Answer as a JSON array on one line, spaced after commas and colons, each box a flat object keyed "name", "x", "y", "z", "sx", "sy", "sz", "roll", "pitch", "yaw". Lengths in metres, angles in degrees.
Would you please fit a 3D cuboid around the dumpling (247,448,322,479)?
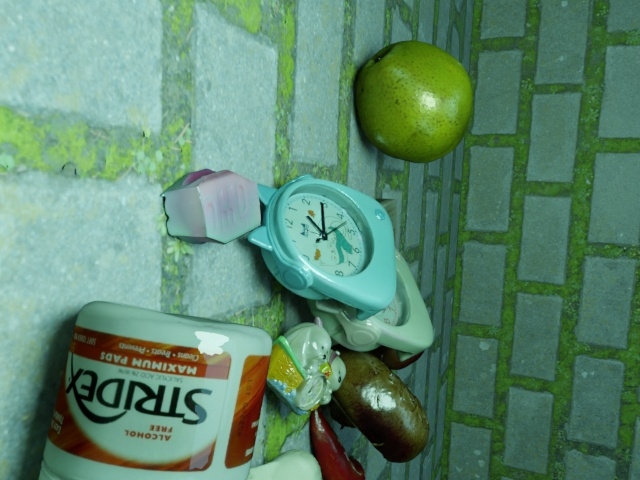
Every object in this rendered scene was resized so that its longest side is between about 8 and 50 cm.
[{"name": "dumpling", "x": -0.043, "y": 0.466, "z": 0.910, "sx": 0.216, "sy": 0.126, "sz": 0.166, "roll": 85, "pitch": -21, "yaw": -54}]

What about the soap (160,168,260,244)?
[{"name": "soap", "x": -0.145, "y": -0.047, "z": 0.700, "sx": 0.149, "sy": 0.056, "sz": 0.100, "roll": -34, "pitch": 122, "yaw": -61}]

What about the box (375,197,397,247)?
[{"name": "box", "x": 0.161, "y": -0.007, "z": 1.385, "sx": 0.141, "sy": 0.058, "sz": 0.201, "roll": -26, "pitch": 119, "yaw": -63}]

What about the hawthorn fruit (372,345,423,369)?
[{"name": "hawthorn fruit", "x": 0.204, "y": 0.241, "z": 1.347, "sx": 0.248, "sy": 0.208, "sz": 0.208, "roll": 35, "pitch": 62, "yaw": -53}]

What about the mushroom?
[{"name": "mushroom", "x": 0.112, "y": 0.345, "z": 1.105, "sx": 0.163, "sy": 0.278, "sz": 0.297, "roll": -43, "pitch": 100, "yaw": -19}]

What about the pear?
[{"name": "pear", "x": 0.217, "y": -0.329, "z": 1.203, "sx": 0.294, "sy": 0.294, "sz": 0.294, "roll": 5, "pitch": 90, "yaw": -66}]

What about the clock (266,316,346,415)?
[{"name": "clock", "x": -0.025, "y": 0.233, "z": 0.933, "sx": 0.144, "sy": 0.103, "sz": 0.231, "roll": -45, "pitch": 141, "yaw": -20}]

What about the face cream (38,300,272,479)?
[{"name": "face cream", "x": -0.162, "y": 0.169, "z": 0.525, "sx": 0.201, "sy": 0.201, "sz": 0.187, "roll": 31, "pitch": 67, "yaw": -64}]

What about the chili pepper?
[{"name": "chili pepper", "x": 0.050, "y": 0.525, "z": 1.214, "sx": 0.368, "sy": 0.091, "sz": 0.137, "roll": 71, "pitch": 18, "yaw": -48}]

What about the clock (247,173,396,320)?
[{"name": "clock", "x": 0.000, "y": 0.000, "z": 0.868, "sx": 0.274, "sy": 0.094, "sz": 0.224, "roll": 21, "pitch": 51, "yaw": -22}]

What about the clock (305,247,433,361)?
[{"name": "clock", "x": 0.079, "y": 0.102, "z": 1.032, "sx": 0.324, "sy": 0.108, "sz": 0.265, "roll": 18, "pitch": 45, "yaw": -42}]
